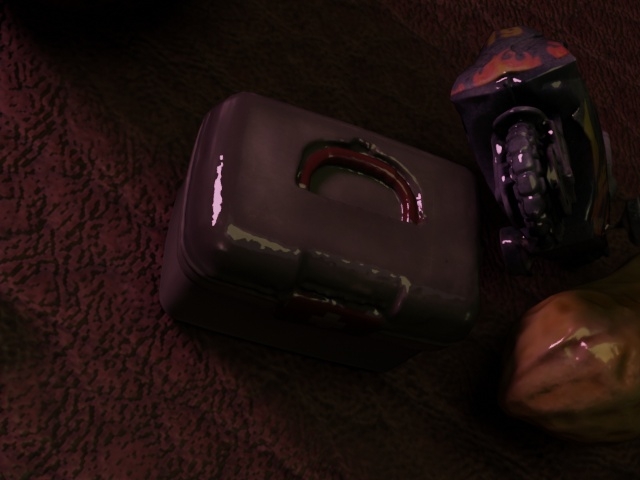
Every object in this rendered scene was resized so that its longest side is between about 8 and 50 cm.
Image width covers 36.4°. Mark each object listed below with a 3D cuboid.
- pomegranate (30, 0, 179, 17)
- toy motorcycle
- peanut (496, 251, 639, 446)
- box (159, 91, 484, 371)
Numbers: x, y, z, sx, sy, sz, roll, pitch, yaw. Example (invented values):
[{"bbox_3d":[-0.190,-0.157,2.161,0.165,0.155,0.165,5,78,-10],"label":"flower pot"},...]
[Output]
[{"bbox_3d":[-0.133,-0.309,0.632,0.285,0.340,0.285,12,64,-24],"label":"pomegranate"},{"bbox_3d":[0.172,-0.067,0.735,0.307,0.108,0.173,9,66,-69],"label":"toy motorcycle"},{"bbox_3d":[0.248,0.074,0.745,0.305,0.147,0.147,-16,73,-32],"label":"peanut"},{"bbox_3d":[0.000,0.000,0.668,0.210,0.129,0.148,17,58,-18],"label":"box"}]
